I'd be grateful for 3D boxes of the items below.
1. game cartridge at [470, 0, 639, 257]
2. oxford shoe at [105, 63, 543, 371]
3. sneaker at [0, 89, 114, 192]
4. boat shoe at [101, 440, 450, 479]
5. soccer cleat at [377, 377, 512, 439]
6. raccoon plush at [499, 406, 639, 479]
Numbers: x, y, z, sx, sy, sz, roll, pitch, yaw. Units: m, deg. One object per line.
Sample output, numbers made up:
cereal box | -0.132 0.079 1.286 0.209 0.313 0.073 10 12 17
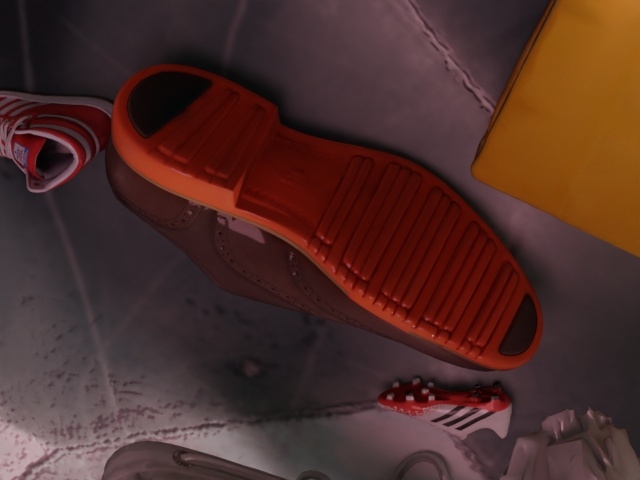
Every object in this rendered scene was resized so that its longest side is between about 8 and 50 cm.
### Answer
game cartridge | 0.275 -0.082 0.755 0.324 0.052 0.285 25 124 1
oxford shoe | 0.000 0.000 0.881 0.271 0.097 0.098 32 144 4
sneaker | -0.182 -0.058 0.910 0.118 0.067 0.042 -1 118 20
boat shoe | 0.020 0.201 0.955 0.367 0.156 0.136 20 123 -28
soccer cleat | 0.076 0.105 0.938 0.083 0.029 0.035 -1 114 14
raccoon plush | 0.180 0.273 0.891 0.299 0.216 0.446 -33 107 35
